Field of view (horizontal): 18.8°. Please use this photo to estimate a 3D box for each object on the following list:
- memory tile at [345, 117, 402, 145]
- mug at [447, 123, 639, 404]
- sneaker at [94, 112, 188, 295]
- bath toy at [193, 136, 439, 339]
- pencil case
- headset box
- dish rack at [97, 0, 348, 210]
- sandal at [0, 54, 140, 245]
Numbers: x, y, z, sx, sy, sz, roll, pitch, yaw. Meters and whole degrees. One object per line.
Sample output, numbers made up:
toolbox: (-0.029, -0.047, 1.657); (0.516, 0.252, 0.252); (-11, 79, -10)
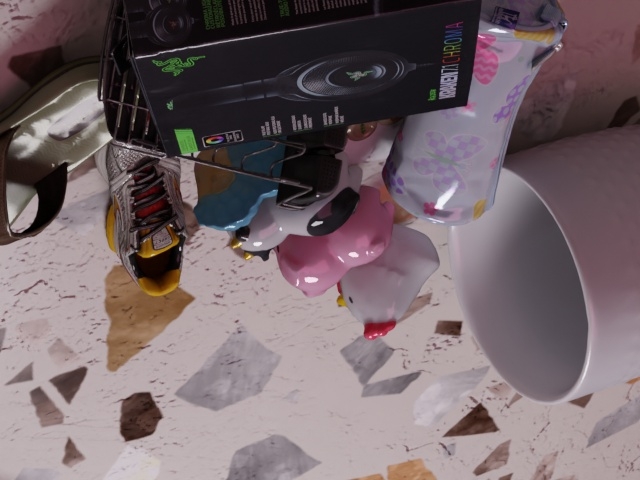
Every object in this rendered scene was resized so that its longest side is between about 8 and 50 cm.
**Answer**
memory tile: (0.033, -0.153, 1.969); (0.113, 0.012, 0.148); (-25, 141, -9)
mug: (0.340, 0.030, 2.185); (0.328, 0.276, 0.374); (-17, 155, -25)
sneaker: (-0.164, -0.038, 1.894); (0.088, 0.093, 0.225); (-19, 138, -14)
bath toy: (0.000, 0.000, 2.016); (0.348, 0.151, 0.129); (38, 61, -52)
pencil case: (0.155, -0.145, 1.972); (0.124, 0.113, 0.273); (15, 128, -7)
headset box: (-0.027, -0.181, 1.530); (0.283, 0.131, 0.246); (-9, 165, -2)
dish rack: (-0.085, -0.152, 1.770); (0.271, 0.074, 0.208); (13, 81, -33)
sandal: (-0.282, -0.056, 1.791); (0.303, 0.086, 0.120); (-39, 141, 23)
